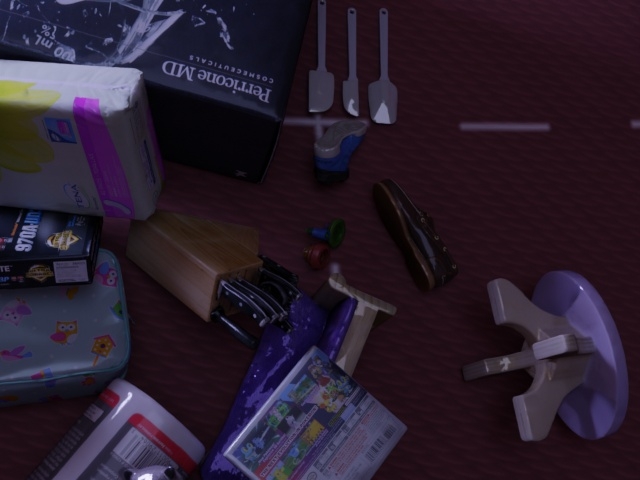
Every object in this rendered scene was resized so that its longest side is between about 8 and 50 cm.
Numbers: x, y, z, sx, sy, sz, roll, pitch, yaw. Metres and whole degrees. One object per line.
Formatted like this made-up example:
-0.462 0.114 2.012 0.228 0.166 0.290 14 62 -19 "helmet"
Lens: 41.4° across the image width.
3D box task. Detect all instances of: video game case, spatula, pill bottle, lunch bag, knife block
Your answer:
-0.004 0.282 1.191 0.183 0.023 0.201 42 70 -2 "video game case"
0.061 -0.330 1.551 0.168 0.019 0.242 5 68 -9 "spatula"
-0.323 0.365 1.178 0.176 0.176 0.318 39 70 2 "pill bottle"
-0.419 0.123 1.263 0.279 0.108 0.224 -7 63 -15 "lunch bag"
-0.167 0.060 1.275 0.275 0.242 0.088 11 116 -8 "knife block"

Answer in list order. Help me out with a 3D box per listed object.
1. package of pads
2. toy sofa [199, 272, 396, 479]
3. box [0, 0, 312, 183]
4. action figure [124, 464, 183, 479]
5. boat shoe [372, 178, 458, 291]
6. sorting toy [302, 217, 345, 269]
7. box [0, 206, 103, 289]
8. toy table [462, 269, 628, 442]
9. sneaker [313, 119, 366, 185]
-0.382 -0.141 1.214 0.296 0.229 0.101 6 51 6 "package of pads"
-0.038 0.233 1.289 0.177 0.150 0.363 25 70 -4 "toy sofa"
-0.255 -0.403 1.367 0.479 0.297 0.472 14 73 -7 "box"
-0.219 0.445 1.063 0.341 0.178 0.331 -5 97 -52 "action figure"
0.162 -0.016 1.448 0.073 0.073 0.207 -26 87 -19 "boat shoe"
0.000 0.000 1.425 0.042 0.061 0.102 15 59 30 "sorting toy"
-0.416 -0.001 1.245 0.175 0.220 0.051 -3 116 -8 "box"
0.361 0.185 1.348 0.160 0.252 0.274 -3 62 -28 "toy table"
0.033 -0.150 1.474 0.058 0.085 0.152 15 34 20 "sneaker"
